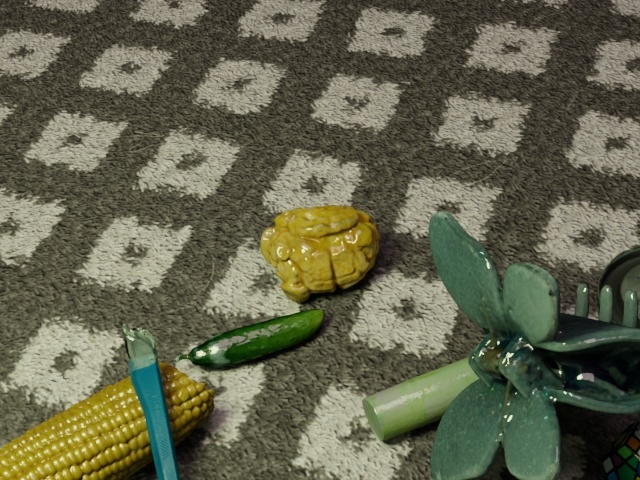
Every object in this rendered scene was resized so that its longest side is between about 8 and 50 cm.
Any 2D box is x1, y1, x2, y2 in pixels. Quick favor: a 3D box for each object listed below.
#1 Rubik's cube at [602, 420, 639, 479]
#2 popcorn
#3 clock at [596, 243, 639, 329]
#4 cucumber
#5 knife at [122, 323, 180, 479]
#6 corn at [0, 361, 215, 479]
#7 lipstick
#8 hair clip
[{"bbox_3d":[0.448,0.308,1.611,0.133,0.112,0.133,-4,43,3],"label":"Rubik's cube"},{"bbox_3d":[-0.004,0.012,1.948,0.194,0.140,0.163,6,40,15],"label":"popcorn"},{"bbox_3d":[0.547,0.096,1.863,0.225,0.049,0.226,-4,44,4],"label":"clock"},{"bbox_3d":[-0.106,0.160,1.867,0.250,0.056,0.056,-17,45,-12],"label":"cucumber"},{"bbox_3d":[-0.231,0.259,1.660,0.044,0.297,0.026,-11,1,-27],"label":"knife"},{"bbox_3d":[-0.332,0.297,1.693,0.387,0.144,0.144,-34,50,-27],"label":"corn"},{"bbox_3d":[0.215,0.214,1.761,0.304,0.076,0.076,-20,46,-14],"label":"lipstick"},{"bbox_3d":[0.314,0.155,1.585,0.238,0.392,0.318,-1,1,-21],"label":"hair clip"}]
